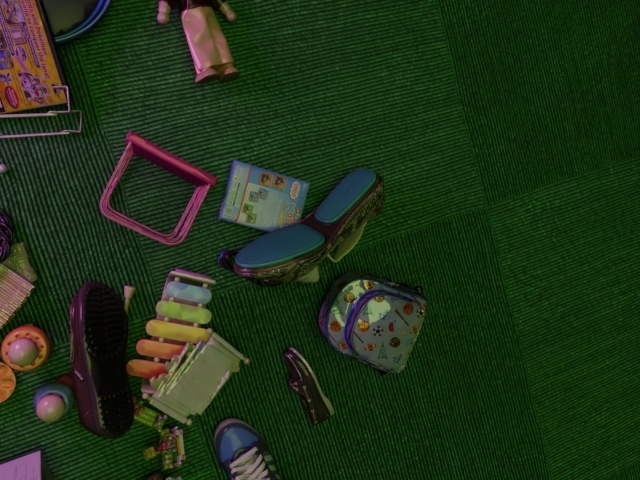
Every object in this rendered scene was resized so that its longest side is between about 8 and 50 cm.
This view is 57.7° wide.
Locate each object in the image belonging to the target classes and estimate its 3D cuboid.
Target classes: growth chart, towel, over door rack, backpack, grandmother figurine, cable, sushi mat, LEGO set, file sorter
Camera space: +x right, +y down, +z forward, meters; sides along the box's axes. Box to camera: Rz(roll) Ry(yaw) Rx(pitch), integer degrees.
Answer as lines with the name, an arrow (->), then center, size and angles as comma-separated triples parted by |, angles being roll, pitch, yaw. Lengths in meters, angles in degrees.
growth chart -> -0.303, 0.332, 1.420 | 0.237, 0.021, 0.172 | -48, 115, -19
towel -> -0.747, 0.070, 1.346 | 0.148, 0.027, 0.110 | -19, 96, -13
over door rack -> -0.679, -0.222, 1.252 | 0.324, 0.239, 0.108 | -19, 95, -16
backpack -> 0.134, 0.215, 1.559 | 0.263, 0.213, 0.277 | 21, 87, -7
grandmother figurine -> -0.314, -0.570, 1.447 | 0.207, 0.104, 0.342 | -19, 95, -45
cable -> -0.770, -0.024, 1.298 | 0.150, 0.047, 0.185 | 7, 65, -26
sushi mat -> -0.821, 0.073, 1.305 | 0.316, 0.019, 0.151 | 38, 84, -9
LEGO set -> -0.404, 0.464, 1.401 | 0.132, 0.107, 0.287 | -26, 82, -33
file sorter -> -0.381, -0.106, 1.331 | 0.202, 0.290, 0.182 | 28, 86, -17

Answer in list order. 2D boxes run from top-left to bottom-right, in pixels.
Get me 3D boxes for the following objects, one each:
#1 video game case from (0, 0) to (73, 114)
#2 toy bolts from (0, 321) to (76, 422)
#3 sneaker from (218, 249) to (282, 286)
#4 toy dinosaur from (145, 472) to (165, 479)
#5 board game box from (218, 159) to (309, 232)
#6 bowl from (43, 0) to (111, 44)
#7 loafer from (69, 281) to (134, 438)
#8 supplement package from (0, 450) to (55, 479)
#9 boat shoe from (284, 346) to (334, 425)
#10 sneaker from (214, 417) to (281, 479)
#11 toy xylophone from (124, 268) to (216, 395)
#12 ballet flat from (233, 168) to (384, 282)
video game case -> -0.713, -0.420, 1.276 | 0.248, 0.035, 0.275 | -12, 115, -7
toy bolts -> -0.669, 0.330, 1.309 | 0.218, 0.158, 0.228 | -40, 103, -14
sneaker -> -0.175, 0.076, 1.510 | 0.188, 0.078, 0.067 | 22, 84, -19
toy dinosaur -> -0.444, 0.744, 1.426 | 0.218, 0.164, 0.322 | 30, 100, -2
board game box -> -0.148, -0.106, 1.536 | 0.211, 0.039, 0.160 | 15, 86, -18
bowl -> -0.672, -0.636, 1.332 | 0.391, 0.077, 0.391 | -1, 92, -18
loafer -> -0.536, 0.279, 1.353 | 0.134, 0.130, 0.366 | 16, 61, -58
supplement package -> -0.727, 0.602, 1.287 | 0.244, 0.139, 0.134 | -17, 122, -18
boat shoe -> -0.042, 0.394, 1.560 | 0.068, 0.081, 0.228 | -33, 103, -19
sneaker -> -0.148, 0.614, 1.447 | 0.130, 0.236, 0.323 | -27, 100, -16
toy xylophone -> -0.384, 0.228, 1.443 | 0.236, 0.081, 0.323 | 6, 89, -18
ballet flat -> 0.000, 0.000, 1.513 | 0.483, 0.164, 0.182 | -38, 132, -25
